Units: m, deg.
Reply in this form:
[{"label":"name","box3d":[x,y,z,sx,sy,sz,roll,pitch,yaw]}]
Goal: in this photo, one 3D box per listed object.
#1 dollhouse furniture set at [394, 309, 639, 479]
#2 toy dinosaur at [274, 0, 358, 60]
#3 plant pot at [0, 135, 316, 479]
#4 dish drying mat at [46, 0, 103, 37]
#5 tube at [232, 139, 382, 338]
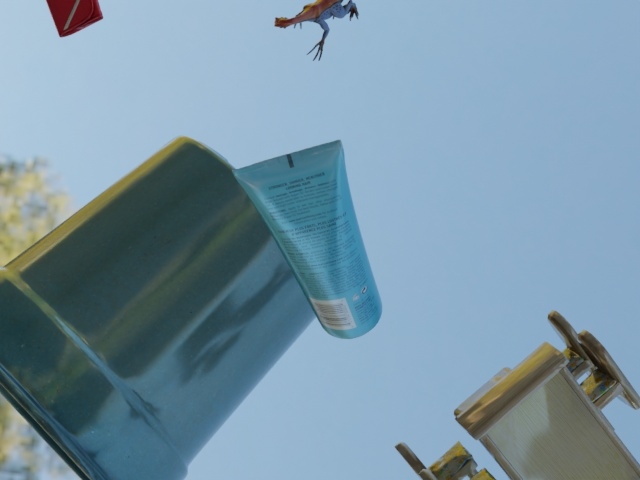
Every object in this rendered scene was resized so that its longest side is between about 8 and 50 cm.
[{"label":"dollhouse furniture set","box3d":[0.183,0.164,1.543,0.212,0.161,0.242,-40,-160,-4]},{"label":"toy dinosaur","box3d":[-0.005,-0.213,1.497,0.047,0.082,0.090,26,-73,32]},{"label":"plant pot","box3d":[-0.190,0.084,1.783,0.334,0.341,0.341,-44,-149,-13]},{"label":"dish drying mat","box3d":[-0.163,-0.169,1.034,0.032,0.008,0.083,-26,-111,10]},{"label":"tube","box3d":[0.000,0.000,1.236,0.080,0.207,0.052,-20,-128,2]}]
